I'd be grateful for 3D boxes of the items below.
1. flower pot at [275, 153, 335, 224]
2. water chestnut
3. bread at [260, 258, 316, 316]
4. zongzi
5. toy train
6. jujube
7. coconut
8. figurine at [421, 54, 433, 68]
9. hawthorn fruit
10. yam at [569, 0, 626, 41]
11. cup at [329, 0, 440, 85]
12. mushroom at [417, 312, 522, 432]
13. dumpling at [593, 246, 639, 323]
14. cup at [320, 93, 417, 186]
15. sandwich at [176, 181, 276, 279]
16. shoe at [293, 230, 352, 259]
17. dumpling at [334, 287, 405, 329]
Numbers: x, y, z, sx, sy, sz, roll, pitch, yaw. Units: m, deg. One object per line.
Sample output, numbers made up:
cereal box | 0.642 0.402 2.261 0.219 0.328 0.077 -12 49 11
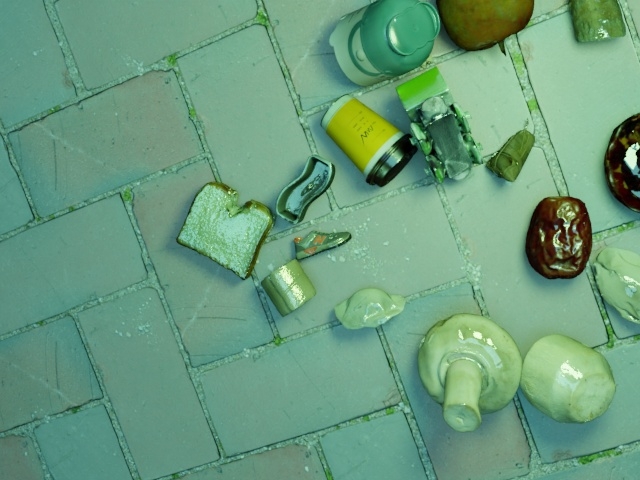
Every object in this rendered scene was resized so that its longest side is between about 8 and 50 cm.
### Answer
flower pot | -0.045 -0.162 1.928 0.103 0.108 0.229 40 99 3
water chestnut | 0.930 -0.213 1.684 0.299 0.300 0.300 1 96 9
bread | -0.100 0.150 1.950 0.134 0.148 0.141 -31 88 -27
zongzi | 0.586 -0.254 1.782 0.081 0.178 0.189 38 100 -15
toy train | 0.340 -0.317 1.760 0.173 0.249 0.307 -26 136 12
jujube | 0.699 -0.005 1.799 0.183 0.183 0.243 4 89 9
coconut | 0.717 0.403 1.808 0.244 0.247 0.245 -6 108 -18
figurine | 0.309 -0.565 1.858 0.047 0.050 0.083 -38 89 5
hawthorn fruit | 0.463 -0.657 1.725 0.267 0.268 0.301 -16 109 10
yam | 0.757 -0.709 1.734 0.133 0.133 0.331 -16 89 10
cup | 0.207 -0.589 1.764 0.289 0.257 0.219 -37 110 -27
mushroom | 0.452 0.400 1.824 0.315 0.315 0.356 -21 54 11
dumpling | 0.918 0.124 1.807 0.172 0.142 0.247 -27 84 -24
cup | 0.141 -0.303 1.851 0.279 0.196 0.196 43 101 10
sandwich | -0.304 -0.043 1.988 0.273 0.095 0.249 28 100 4
shoe | 0.001 -0.001 1.957 0.194 0.074 0.077 -20 87 13
dumpling | 0.155 0.223 1.918 0.228 0.151 0.124 -13 121 10
